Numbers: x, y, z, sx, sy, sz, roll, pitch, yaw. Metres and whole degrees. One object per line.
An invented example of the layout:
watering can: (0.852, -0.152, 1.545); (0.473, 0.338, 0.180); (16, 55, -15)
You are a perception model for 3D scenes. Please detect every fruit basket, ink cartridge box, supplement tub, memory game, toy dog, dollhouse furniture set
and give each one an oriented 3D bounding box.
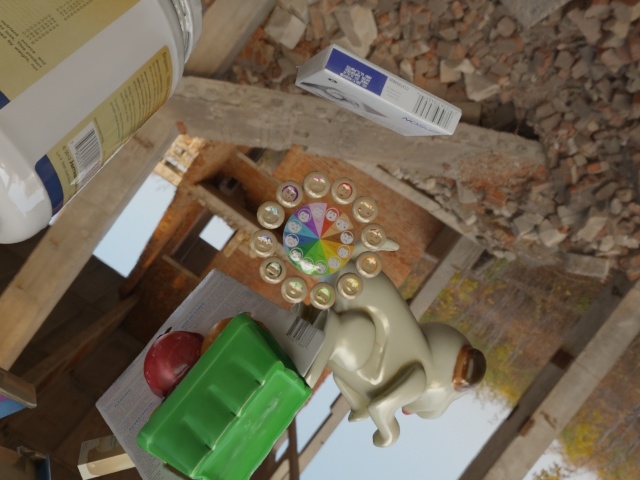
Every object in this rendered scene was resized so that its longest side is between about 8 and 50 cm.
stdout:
fruit basket: (-0.190, 0.225, 0.798); (0.353, 0.327, 0.165); (17, 153, 51)
ink cartridge box: (0.075, -0.227, 0.777); (0.223, 0.045, 0.224); (20, -175, -18)
supplement tub: (-0.279, -0.180, 0.477); (0.228, 0.316, 0.228); (18, 144, 13)
memory game: (0.000, 0.000, 0.648); (0.186, 0.186, 0.012); (37, 175, -7)
toy dog: (0.144, 0.230, 1.051); (0.407, 0.396, 0.284); (29, 159, -16)
dollhouse furniture set: (-0.625, 0.380, 0.804); (0.286, 0.198, 0.303); (80, 164, -55)

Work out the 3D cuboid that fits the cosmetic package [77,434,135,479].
cosmetic package: (-0.394, 0.406, 0.926); (0.060, 0.115, 0.041); (-126, 29, -59)
